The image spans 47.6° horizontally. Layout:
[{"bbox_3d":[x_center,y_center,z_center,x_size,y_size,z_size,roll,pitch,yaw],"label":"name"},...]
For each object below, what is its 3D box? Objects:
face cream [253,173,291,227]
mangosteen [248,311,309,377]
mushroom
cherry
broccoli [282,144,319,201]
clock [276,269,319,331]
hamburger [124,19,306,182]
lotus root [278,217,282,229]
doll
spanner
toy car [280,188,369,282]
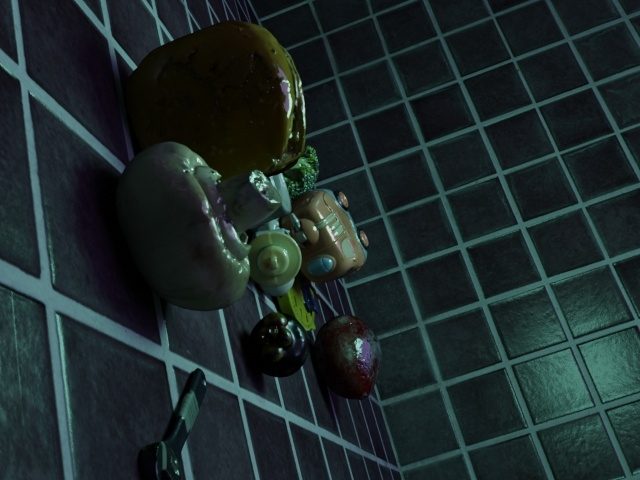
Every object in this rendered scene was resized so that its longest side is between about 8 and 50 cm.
[{"bbox_3d":[-0.166,-0.122,1.731,0.177,0.153,0.177,-21,90,-82],"label":"face cream"},{"bbox_3d":[-0.089,0.212,1.507,0.151,0.137,0.137,72,2,-65],"label":"mangosteen"},{"bbox_3d":[-0.172,-0.033,1.092,0.254,0.234,0.260,-107,173,-51],"label":"mushroom"},{"bbox_3d":[0.087,0.356,2.201,0.300,0.203,0.230,-101,173,-45],"label":"cherry"},{"bbox_3d":[-0.163,-0.264,2.130,0.361,0.221,0.252,63,25,5],"label":"broccoli"},{"bbox_3d":[-0.062,0.123,2.035,0.277,0.071,0.293,-19,95,-78],"label":"clock"},{"bbox_3d":[-0.178,-0.232,1.293,0.174,0.304,0.284,-4,75,-81],"label":"hamburger"},{"bbox_3d":[-0.070,-0.052,2.368,0.154,0.154,0.278,-14,86,-83],"label":"lotus root"},{"bbox_3d":[-0.134,0.007,1.803,0.208,0.144,0.271,93,-13,-54],"label":"doll"},{"bbox_3d":[-0.192,0.262,1.016,0.316,0.024,0.087,-86,158,-77],"label":"spanner"},{"bbox_3d":[0.000,0.000,1.983,0.270,0.180,0.212,62,24,-10],"label":"toy car"}]
